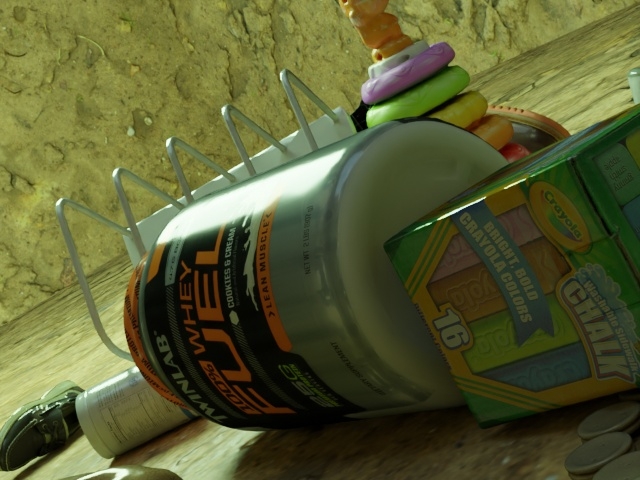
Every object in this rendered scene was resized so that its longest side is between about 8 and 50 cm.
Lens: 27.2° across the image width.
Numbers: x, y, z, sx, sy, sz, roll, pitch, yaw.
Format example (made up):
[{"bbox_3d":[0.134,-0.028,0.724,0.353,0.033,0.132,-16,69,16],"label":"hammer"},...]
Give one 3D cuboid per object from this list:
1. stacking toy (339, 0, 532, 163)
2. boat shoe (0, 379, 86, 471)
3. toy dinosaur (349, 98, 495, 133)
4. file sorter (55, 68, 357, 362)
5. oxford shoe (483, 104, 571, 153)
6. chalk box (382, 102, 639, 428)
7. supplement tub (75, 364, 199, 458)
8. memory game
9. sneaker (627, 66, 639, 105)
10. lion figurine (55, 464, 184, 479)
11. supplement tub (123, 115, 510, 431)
[{"bbox_3d":[0.100,-0.139,1.350,0.165,0.302,0.175,-32,8,-28],"label":"stacking toy"},{"bbox_3d":[-0.290,0.197,1.407,0.049,0.056,0.152,12,30,21],"label":"boat shoe"},{"bbox_3d":[0.102,-0.098,1.843,0.322,0.164,0.218,-45,-10,11],"label":"toy dinosaur"},{"bbox_3d":[-0.086,-0.011,1.292,0.277,0.193,0.173,-29,-24,12],"label":"file sorter"},{"bbox_3d":[0.133,-0.059,1.540,0.363,0.130,0.133,-13,46,43],"label":"oxford shoe"},{"bbox_3d":[0.165,0.003,0.740,0.132,0.132,0.213,-29,1,-40],"label":"chalk box"},{"bbox_3d":[-0.164,0.150,1.224,0.107,0.071,0.071,-27,8,8],"label":"supplement tub"},{"bbox_3d":[0.206,0.077,0.648,0.186,0.012,0.186,-27,8,4],"label":"memory game"},{"bbox_3d":[0.385,-0.170,1.013,0.330,0.146,0.122,-35,12,-5],"label":"sneaker"},{"bbox_3d":[-0.140,0.179,0.715,0.240,0.142,0.392,-19,5,10],"label":"lion figurine"},{"bbox_3d":[-0.005,0.038,0.960,0.193,0.194,0.316,-33,9,-36],"label":"supplement tub"}]
